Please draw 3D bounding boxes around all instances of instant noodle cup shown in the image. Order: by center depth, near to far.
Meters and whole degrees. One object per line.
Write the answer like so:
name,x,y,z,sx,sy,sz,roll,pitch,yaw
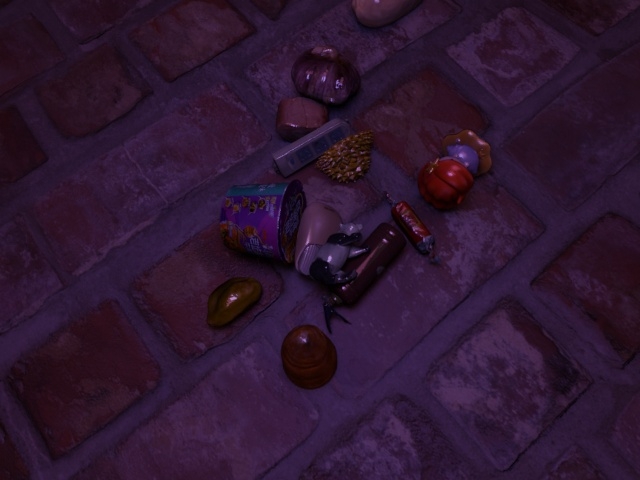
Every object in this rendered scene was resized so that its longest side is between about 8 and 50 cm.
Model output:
instant noodle cup,-0.166,-0.060,1.431,0.190,0.251,0.251,6,69,15

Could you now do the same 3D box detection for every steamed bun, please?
steamed bun,-0.059,-0.396,1.619,0.175,0.106,0.144,5,63,-9

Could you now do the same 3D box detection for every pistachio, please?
pistachio,-0.254,0.170,1.407,0.189,0.110,0.100,-36,103,-11
pistachio,0.245,-0.880,1.757,0.299,0.187,0.187,-32,70,-15

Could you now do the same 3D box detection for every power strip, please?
power strip,-0.026,-0.301,1.566,0.286,0.080,0.048,-31,44,0

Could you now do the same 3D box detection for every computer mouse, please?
computer mouse,0.000,0.000,1.444,0.145,0.082,0.236,24,65,-30

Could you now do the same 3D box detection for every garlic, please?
garlic,0.026,-0.551,1.615,0.245,0.160,0.245,15,33,-10

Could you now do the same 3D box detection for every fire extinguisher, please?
fire extinguisher,0.116,0.113,1.417,0.138,0.102,0.344,47,76,-17

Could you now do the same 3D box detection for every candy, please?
candy,0.275,-0.042,1.470,0.059,0.086,0.292,-34,70,-1

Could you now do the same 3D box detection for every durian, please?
durian,0.086,-0.275,1.561,0.183,0.165,0.132,-5,34,-22

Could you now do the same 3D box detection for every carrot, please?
carrot,-0.031,0.291,1.289,0.159,0.225,0.159,0,65,1

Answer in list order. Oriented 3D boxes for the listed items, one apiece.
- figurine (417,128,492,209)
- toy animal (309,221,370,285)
figurine,0.386,-0.192,1.453,0.257,0.208,0.180,-43,114,-40
toy animal,0.055,0.034,1.359,0.121,0.094,0.225,13,63,38
